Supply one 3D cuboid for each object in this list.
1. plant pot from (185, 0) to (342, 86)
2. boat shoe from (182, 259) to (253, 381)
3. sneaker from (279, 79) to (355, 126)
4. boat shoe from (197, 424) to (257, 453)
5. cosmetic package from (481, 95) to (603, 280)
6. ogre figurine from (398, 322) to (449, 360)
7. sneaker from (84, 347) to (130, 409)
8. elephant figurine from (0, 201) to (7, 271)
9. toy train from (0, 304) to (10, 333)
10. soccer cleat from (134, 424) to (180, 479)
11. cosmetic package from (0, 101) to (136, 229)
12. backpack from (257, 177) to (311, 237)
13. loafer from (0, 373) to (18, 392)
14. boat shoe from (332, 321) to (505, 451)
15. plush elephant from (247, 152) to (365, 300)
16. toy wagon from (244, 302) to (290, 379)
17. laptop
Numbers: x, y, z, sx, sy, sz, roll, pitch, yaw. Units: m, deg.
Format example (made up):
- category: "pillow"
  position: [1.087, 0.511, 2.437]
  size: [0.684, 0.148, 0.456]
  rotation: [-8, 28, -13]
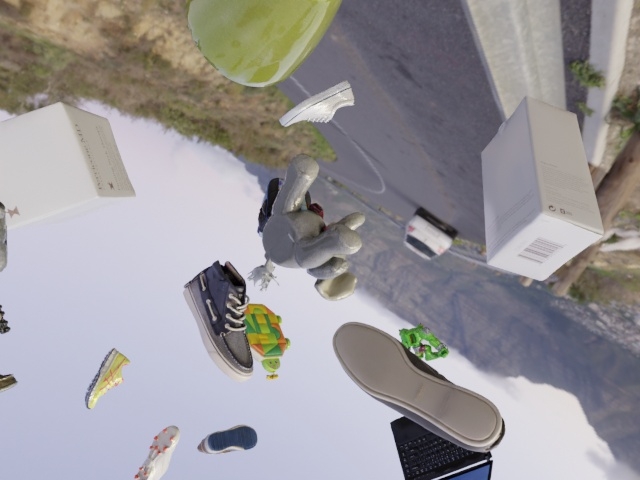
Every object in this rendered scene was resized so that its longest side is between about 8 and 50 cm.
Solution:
- category: "plant pot"
  position: [-0.076, -0.459, 0.930]
  size: [0.274, 0.275, 0.293]
  rotation: [31, 166, -26]
- category: "boat shoe"
  position: [-0.254, 0.212, 1.407]
  size: [0.341, 0.158, 0.127]
  rotation: [55, -159, 20]
- category: "sneaker"
  position: [-0.005, -0.420, 1.621]
  size: [0.091, 0.258, 0.094]
  rotation: [62, 178, -10]
- category: "boat shoe"
  position: [-0.247, 0.532, 1.345]
  size: [0.183, 0.066, 0.066]
  rotation: [22, -131, -48]
- category: "cosmetic package"
  position: [0.506, -0.128, 1.199]
  size: [0.156, 0.385, 0.217]
  rotation: [18, 145, -7]
- category: "ogre figurine"
  position: [0.346, 0.356, 1.750]
  size: [0.118, 0.096, 0.197]
  rotation: [63, 162, -8]
- category: "sneaker"
  position: [-0.717, 0.476, 1.709]
  size: [0.094, 0.209, 0.081]
  rotation: [36, 148, -24]
- category: "elephant figurine"
  position: [-0.712, -0.007, 0.918]
  size: [0.239, 0.186, 0.169]
  rotation: [-2, -154, -31]
- category: "toy train"
  position: [-0.962, 0.207, 1.491]
  size: [0.027, 0.158, 0.036]
  rotation: [6, -156, 29]
- category: "soccer cleat"
  position: [-0.448, 0.604, 1.420]
  size: [0.068, 0.196, 0.076]
  rotation: [33, -178, 33]
- category: "cosmetic package"
  position: [-0.909, -0.249, 1.765]
  size: [0.394, 0.327, 0.330]
  rotation: [-114, 5, -84]
- category: "backpack"
  position: [-0.105, -0.091, 1.475]
  size: [0.158, 0.117, 0.173]
  rotation: [13, -127, -23]
- category: "loafer"
  position: [-0.970, 0.377, 1.385]
  size: [0.251, 0.088, 0.094]
  rotation: [3, 176, -9]
- category: "boat shoe"
  position: [0.159, 0.259, 0.884]
  size: [0.335, 0.112, 0.096]
  rotation: [27, 158, 35]
- category: "plush elephant"
  position: [0.000, 0.000, 1.247]
  size: [0.255, 0.330, 0.272]
  rotation: [-1, -132, -50]
- category: "toy wagon"
  position: [-0.242, 0.427, 2.163]
  size: [0.267, 0.068, 0.345]
  rotation: [10, -135, -47]
- category: "laptop"
  position: [0.260, 0.501, 1.173]
  size: [0.136, 0.234, 0.264]
  rotation: [35, -148, -43]
